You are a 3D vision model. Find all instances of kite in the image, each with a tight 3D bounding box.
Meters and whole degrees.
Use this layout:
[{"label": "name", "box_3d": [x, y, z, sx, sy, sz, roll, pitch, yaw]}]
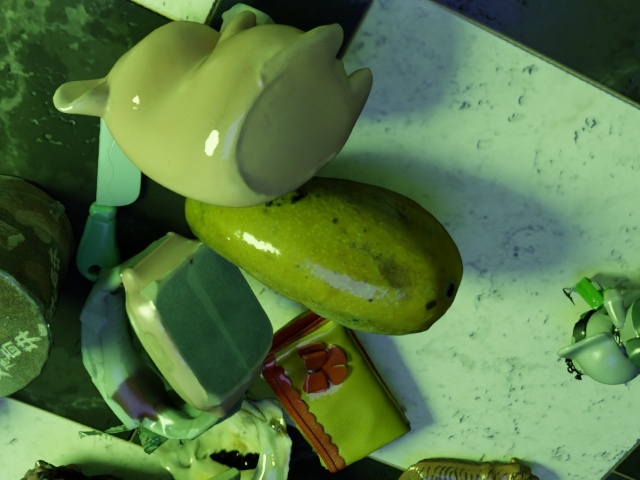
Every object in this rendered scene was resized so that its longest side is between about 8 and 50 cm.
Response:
[{"label": "kite", "box_3d": [-0.243, 0.247, 1.314, 0.156, 0.139, 0.011, -5, 113, -23]}]

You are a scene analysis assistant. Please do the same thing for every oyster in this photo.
[{"label": "oyster", "box_3d": [-0.119, 0.300, 1.399, 0.275, 0.100, 0.271, 14, 125, 16]}]

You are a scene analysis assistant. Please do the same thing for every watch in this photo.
[{"label": "watch", "box_3d": [-0.197, 0.131, 1.244, 0.241, 0.162, 0.253, -15, 110, 42]}]

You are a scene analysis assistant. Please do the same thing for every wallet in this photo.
[{"label": "wallet", "box_3d": [0.016, 0.205, 1.325, 0.141, 0.067, 0.241, -32, 121, 0]}]

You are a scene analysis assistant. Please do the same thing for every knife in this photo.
[{"label": "knife", "box_3d": [-0.254, -0.057, 1.205, 0.063, 0.035, 0.260, 14, 122, -5]}]

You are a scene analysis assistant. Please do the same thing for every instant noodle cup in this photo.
[{"label": "instant noodle cup", "box_3d": [-0.399, 0.045, 1.176, 0.217, 0.207, 0.218, 1, 123, 2]}]

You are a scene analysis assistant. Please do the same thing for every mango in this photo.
[{"label": "mango", "box_3d": [0.003, -0.002, 1.137, 0.329, 0.176, 0.176, 25, 155, -4]}]

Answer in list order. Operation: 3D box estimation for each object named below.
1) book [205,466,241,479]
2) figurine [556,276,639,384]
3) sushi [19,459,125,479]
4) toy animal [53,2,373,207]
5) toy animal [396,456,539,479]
[{"label": "book", "box_3d": [-0.193, 0.462, 1.334, 0.214, 0.025, 0.283, -18, 121, -39]}, {"label": "figurine", "box_3d": [0.380, 0.122, 1.236, 0.147, 0.126, 0.192, 25, 139, -24]}, {"label": "sushi", "box_3d": [-0.320, 0.418, 1.429, 0.270, 0.171, 0.236, 11, 167, 8]}, {"label": "toy animal", "box_3d": [-0.109, -0.148, 1.031, 0.213, 0.256, 0.195, -59, 140, -7]}, {"label": "toy animal", "box_3d": [0.196, 0.359, 1.452, 0.241, 0.057, 0.099, 5, 118, 2]}]
